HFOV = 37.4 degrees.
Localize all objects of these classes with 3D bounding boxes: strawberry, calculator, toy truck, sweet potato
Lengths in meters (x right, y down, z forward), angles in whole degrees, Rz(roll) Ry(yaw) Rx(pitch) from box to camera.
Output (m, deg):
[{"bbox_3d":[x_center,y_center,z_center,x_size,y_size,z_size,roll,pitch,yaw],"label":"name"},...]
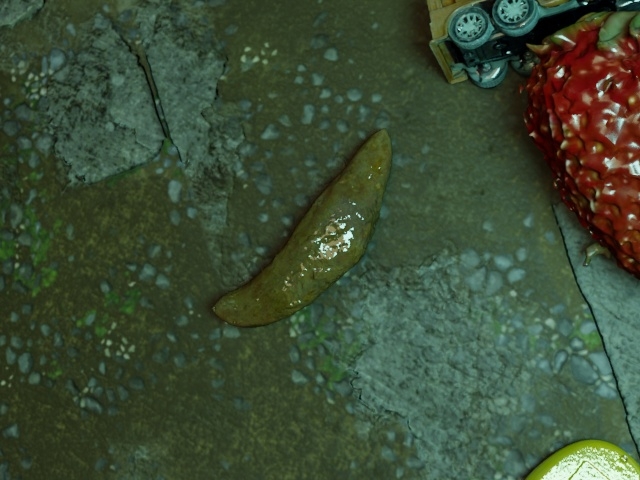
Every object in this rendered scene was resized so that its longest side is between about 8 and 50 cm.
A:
[{"bbox_3d":[0.375,-0.098,1.094,0.292,0.292,0.343,0,100,15],"label":"strawberry"},{"bbox_3d":[0.302,0.350,1.159,0.146,0.032,0.235,39,82,16],"label":"calculator"},{"bbox_3d":[0.296,-0.333,1.186,0.339,0.133,0.184,-17,69,16],"label":"toy truck"},{"bbox_3d":[0.001,0.004,1.259,0.341,0.092,0.114,-48,59,6],"label":"sweet potato"}]
